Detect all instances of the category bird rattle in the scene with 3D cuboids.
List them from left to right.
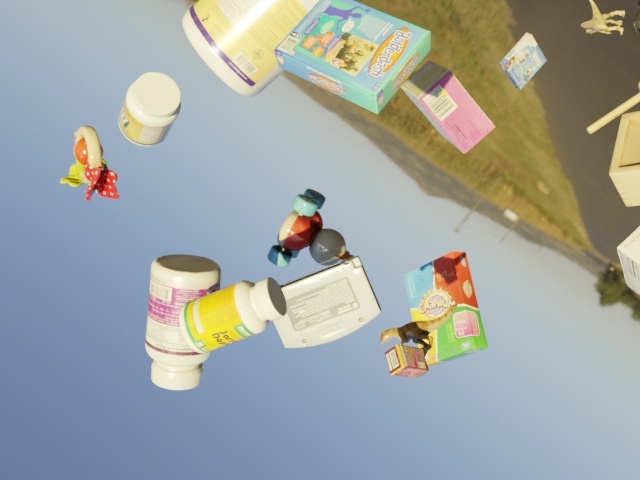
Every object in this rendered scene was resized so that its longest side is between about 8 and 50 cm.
[{"bbox_3d":[-0.655,-0.217,2.020,0.143,0.207,0.253,-8,-169,-23],"label":"bird rattle"}]

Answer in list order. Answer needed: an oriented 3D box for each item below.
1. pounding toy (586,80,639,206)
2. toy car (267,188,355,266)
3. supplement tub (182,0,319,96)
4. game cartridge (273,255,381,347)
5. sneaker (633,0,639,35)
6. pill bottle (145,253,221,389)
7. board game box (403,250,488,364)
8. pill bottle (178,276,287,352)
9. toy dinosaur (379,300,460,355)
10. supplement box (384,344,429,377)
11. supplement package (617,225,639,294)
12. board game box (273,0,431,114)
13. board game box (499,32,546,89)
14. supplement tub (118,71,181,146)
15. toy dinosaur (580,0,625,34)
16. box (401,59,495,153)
[{"bbox_3d":[0.521,-0.157,1.132,0.181,0.206,0.094,-5,140,43],"label":"pounding toy"},{"bbox_3d":[0.000,0.000,2.182,0.238,0.219,0.210,29,-163,5],"label":"toy car"},{"bbox_3d":[-0.111,-0.505,1.585,0.241,0.331,0.241,47,-166,-16],"label":"supplement tub"},{"bbox_3d":[0.008,0.185,2.026,0.062,0.297,0.198,-73,-39,-74],"label":"game cartridge"},{"bbox_3d":[0.842,-0.530,1.774,0.109,0.130,0.286,43,-136,-23],"label":"sneaker"},{"bbox_3d":[-0.334,0.197,1.737,0.169,0.302,0.169,7,-166,-2],"label":"pill bottle"},{"bbox_3d":[0.397,0.223,2.321,0.064,0.242,0.317,6,-115,-36],"label":"board game box"},{"bbox_3d":[-0.181,0.153,1.515,0.117,0.208,0.117,57,-160,-34],"label":"pill bottle"},{"bbox_3d":[0.238,0.211,1.687,0.064,0.211,0.112,58,-164,-57],"label":"toy dinosaur"},{"bbox_3d":[0.185,0.260,1.549,0.083,0.043,0.055,15,-133,-36],"label":"supplement box"},{"bbox_3d":[0.802,0.009,1.564,0.145,0.262,0.204,45,180,40],"label":"supplement package"},{"bbox_3d":[0.053,-0.318,1.202,0.210,0.160,0.047,31,161,24],"label":"board game box"},{"bbox_3d":[0.451,-0.397,1.601,0.090,0.090,0.020,38,-177,-41],"label":"board game box"},{"bbox_3d":[-0.460,-0.353,1.946,0.144,0.144,0.199,33,153,-11],"label":"supplement tub"},{"bbox_3d":[0.646,-0.500,1.654,0.092,0.053,0.183,4,177,18],"label":"toy dinosaur"},{"bbox_3d":[0.361,-0.388,2.075,0.213,0.117,0.243,45,-169,-19],"label":"box"}]
